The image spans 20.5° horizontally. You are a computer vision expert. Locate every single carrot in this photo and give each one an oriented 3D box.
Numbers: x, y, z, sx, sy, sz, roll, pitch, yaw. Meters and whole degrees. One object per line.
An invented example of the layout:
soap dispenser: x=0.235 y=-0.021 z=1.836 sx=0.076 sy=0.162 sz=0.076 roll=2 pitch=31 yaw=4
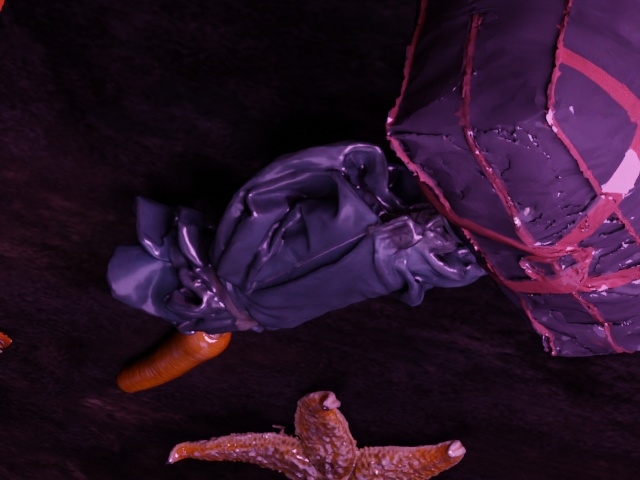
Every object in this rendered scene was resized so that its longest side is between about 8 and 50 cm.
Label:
carrot: x=-0.122 y=0.096 z=1.411 sx=0.037 sy=0.037 sz=0.190 roll=28 pitch=149 yaw=-17

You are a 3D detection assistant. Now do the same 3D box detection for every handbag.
handbag: x=0.131 y=-0.055 z=0.914 sx=0.155 sy=0.169 sz=0.215 roll=-9 pitch=140 yaw=35

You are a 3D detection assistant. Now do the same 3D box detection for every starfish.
starfish: x=0.000 y=0.173 z=1.468 sx=0.138 sy=0.050 sz=0.247 roll=36 pitch=137 yaw=-28

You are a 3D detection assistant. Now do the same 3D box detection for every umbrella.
umbrella: x=0.002 y=-0.002 z=1.135 sx=0.143 sy=0.094 sz=0.349 roll=14 pitch=161 yaw=-33

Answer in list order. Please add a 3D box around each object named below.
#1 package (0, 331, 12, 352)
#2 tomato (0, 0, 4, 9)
package: x=-0.337 y=0.074 z=1.486 sx=0.121 sy=0.031 sz=0.108 roll=-18 pitch=135 yaw=37
tomato: x=-0.283 y=-0.163 z=0.768 sx=0.226 sy=0.298 sz=0.298 roll=-25 pitch=131 yaw=30
